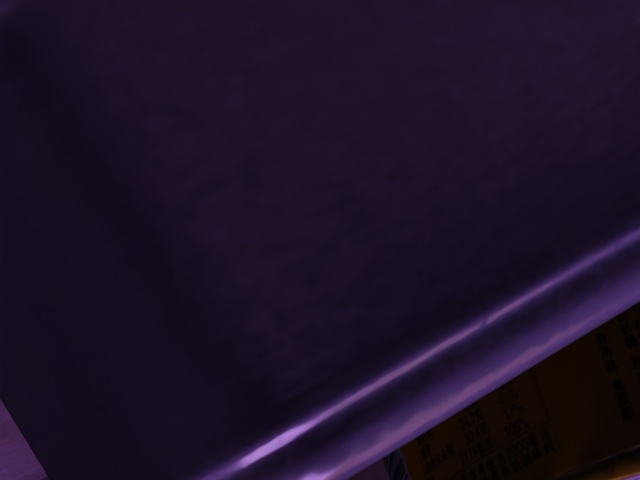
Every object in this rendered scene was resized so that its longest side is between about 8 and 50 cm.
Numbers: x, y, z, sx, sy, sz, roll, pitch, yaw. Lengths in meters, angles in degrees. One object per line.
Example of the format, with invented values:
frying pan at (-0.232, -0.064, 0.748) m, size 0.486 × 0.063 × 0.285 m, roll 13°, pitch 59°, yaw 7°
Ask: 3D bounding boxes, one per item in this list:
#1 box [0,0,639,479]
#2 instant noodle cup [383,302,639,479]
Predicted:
box at (0.019, -0.043, 0.455) m, size 0.312 × 0.182 × 0.175 m, roll -26°, pitch 173°, yaw -30°
instant noodle cup at (0.145, 0.023, 0.703) m, size 0.325 × 0.254 × 0.325 m, roll -9°, pitch 150°, yaw -5°
